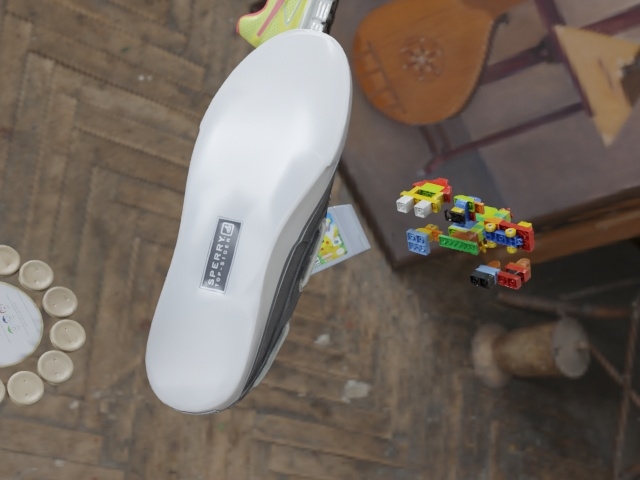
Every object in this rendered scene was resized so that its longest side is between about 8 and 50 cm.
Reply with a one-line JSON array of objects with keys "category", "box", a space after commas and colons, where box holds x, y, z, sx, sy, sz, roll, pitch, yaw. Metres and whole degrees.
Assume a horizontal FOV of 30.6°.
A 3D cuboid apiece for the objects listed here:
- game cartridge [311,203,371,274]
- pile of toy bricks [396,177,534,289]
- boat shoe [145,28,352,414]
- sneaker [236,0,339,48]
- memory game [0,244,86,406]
[{"category": "game cartridge", "box": [0.000, 0.000, 1.125, 0.083, 0.017, 0.056, -25, 85, 2]}, {"category": "pile of toy bricks", "box": [0.218, -0.018, 1.593, 0.105, 0.212, 0.118, -36, 129, -36]}, {"category": "boat shoe", "box": [-0.044, -0.011, 0.901, 0.102, 0.108, 0.301, 27, 79, -74]}, {"category": "sneaker", "box": [-0.015, -0.264, 1.085, 0.094, 0.081, 0.208, 22, 88, 2]}, {"category": "memory game", "box": [-0.329, 0.087, 1.181, 0.186, 0.012, 0.186, 14, 55, -20]}]
